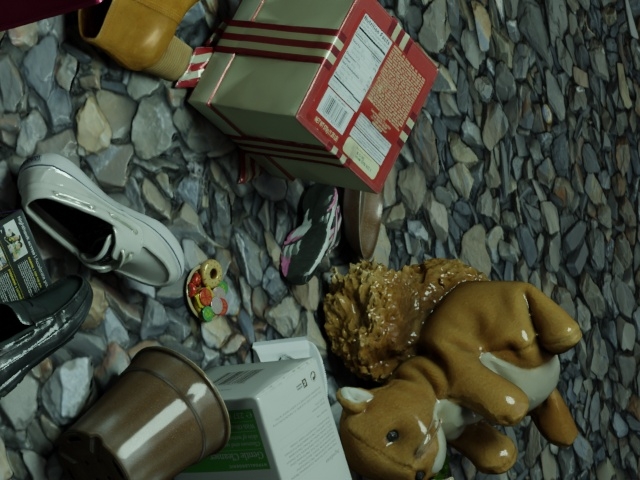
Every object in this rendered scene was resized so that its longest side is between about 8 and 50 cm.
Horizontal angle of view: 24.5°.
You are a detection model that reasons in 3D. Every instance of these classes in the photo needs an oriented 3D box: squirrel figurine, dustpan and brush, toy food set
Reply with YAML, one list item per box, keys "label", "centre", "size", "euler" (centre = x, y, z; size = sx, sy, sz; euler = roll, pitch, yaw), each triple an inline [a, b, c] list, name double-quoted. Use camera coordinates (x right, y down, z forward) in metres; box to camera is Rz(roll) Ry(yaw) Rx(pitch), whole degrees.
- label: "squirrel figurine"
  centre: [0.157, 0.207, 2.281]
  size: [0.370, 0.397, 0.281]
  euler: [-29, 145, -20]
- label: "dustpan and brush"
  centre: [-0.027, 0.249, 2.189]
  size: [0.147, 0.060, 0.211]
  euler: [-2, 84, -55]
- label: "toy food set"
  centre: [-0.159, 0.074, 2.078]
  size: [0.083, 0.020, 0.083]
  euler: [-41, 116, -50]

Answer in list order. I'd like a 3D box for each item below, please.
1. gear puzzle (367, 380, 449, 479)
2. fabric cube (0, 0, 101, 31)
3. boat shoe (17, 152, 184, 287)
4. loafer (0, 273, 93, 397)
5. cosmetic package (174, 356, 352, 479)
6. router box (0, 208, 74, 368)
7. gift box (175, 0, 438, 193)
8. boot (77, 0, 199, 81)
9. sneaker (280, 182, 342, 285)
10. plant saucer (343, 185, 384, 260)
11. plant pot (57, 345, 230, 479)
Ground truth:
- label: "gear puzzle"
  centre: [0.167, 0.363, 2.448]
  size: [0.175, 0.044, 0.339]
  euler: [-44, 118, -49]
- label: "fabric cube"
  centre: [-0.344, -0.423, 1.727]
  size: [0.258, 0.254, 0.259]
  euler: [61, 40, -26]
- label: "boat shoe"
  centre: [-0.272, -0.005, 1.852]
  size: [0.267, 0.096, 0.088]
  euler: [45, 26, -38]
- label: "loafer"
  centre: [-0.341, 0.100, 1.688]
  size: [0.223, 0.076, 0.078]
  euler: [-47, 129, -43]
- label: "cosmetic package"
  centre: [-0.066, 0.356, 1.999]
  size: [0.155, 0.197, 0.366]
  euler: [-29, 105, -53]
- label: "router box"
  centre: [-0.378, 0.069, 1.751]
  size: [0.133, 0.046, 0.179]
  euler: [-38, 114, -51]
- label: "gift box"
  centre: [-0.033, -0.216, 2.126]
  size: [0.255, 0.258, 0.276]
  euler: [46, 68, -41]
- label: "boot"
  centre: [-0.230, -0.374, 1.989]
  size: [0.211, 0.104, 0.295]
  euler: [30, 67, -60]
- label: "sneaker"
  centre: [0.000, 0.000, 2.278]
  size: [0.077, 0.072, 0.178]
  euler: [58, 46, -44]
- label: "plant saucer"
  centre: [0.068, -0.067, 2.363]
  size: [0.198, 0.036, 0.199]
  euler: [4, 90, -78]
- label: "plant pot"
  centre: [-0.228, 0.244, 1.839]
  size: [0.165, 0.167, 0.167]
  euler: [-39, 114, -41]
